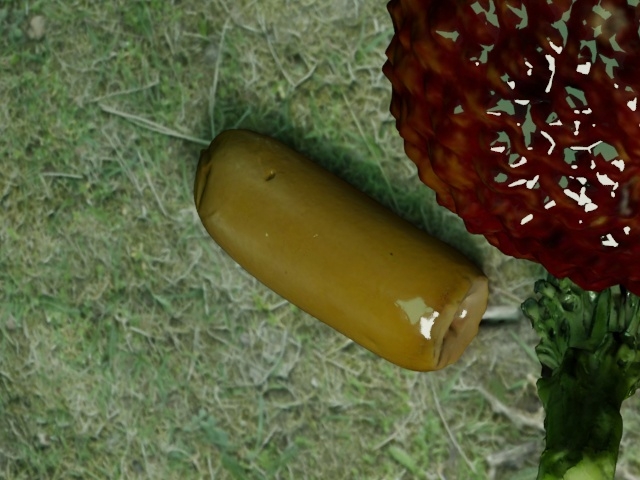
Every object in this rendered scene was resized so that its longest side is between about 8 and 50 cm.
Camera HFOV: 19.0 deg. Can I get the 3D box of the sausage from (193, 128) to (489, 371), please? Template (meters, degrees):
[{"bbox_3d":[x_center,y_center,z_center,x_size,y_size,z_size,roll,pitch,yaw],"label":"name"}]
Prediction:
[{"bbox_3d":[-0.003,0.001,1.861,0.354,0.116,0.134,31,117,27],"label":"sausage"}]

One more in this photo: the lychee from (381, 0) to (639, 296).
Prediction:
[{"bbox_3d":[0.253,-0.150,1.506,0.424,0.500,0.425,1,125,2],"label":"lychee"}]

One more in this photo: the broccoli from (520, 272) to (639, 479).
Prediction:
[{"bbox_3d":[0.236,0.129,1.641,0.165,0.304,0.145,-6,119,20],"label":"broccoli"}]
